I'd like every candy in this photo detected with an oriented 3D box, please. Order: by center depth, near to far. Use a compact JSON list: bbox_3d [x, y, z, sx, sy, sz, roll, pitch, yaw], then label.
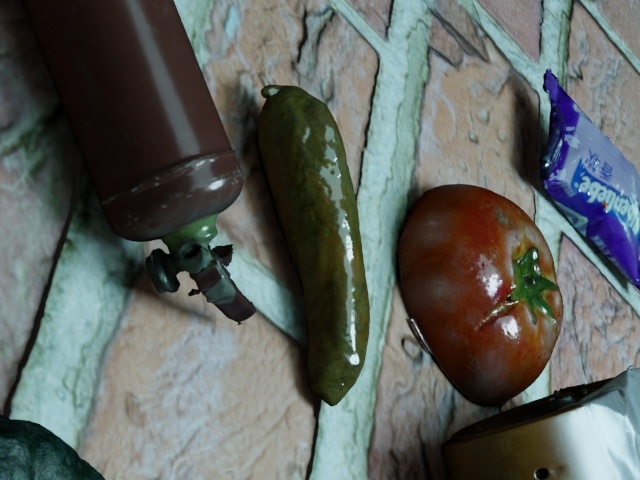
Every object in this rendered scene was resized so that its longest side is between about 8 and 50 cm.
[{"bbox_3d":[0.321,-0.063,1.618,0.275,0.070,0.145,45,47,-35],"label":"candy"}]

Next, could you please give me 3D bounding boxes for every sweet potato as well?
[{"bbox_3d":[0.000,0.000,1.158,0.075,0.075,0.273,1,75,-53],"label":"sweet potato"}]

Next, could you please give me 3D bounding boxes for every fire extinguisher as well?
[{"bbox_3d":[-0.125,-0.092,1.023,0.147,0.106,0.337,-18,87,-80],"label":"fire extinguisher"}]

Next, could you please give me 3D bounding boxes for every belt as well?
[{"bbox_3d":[0.213,0.185,1.233,0.261,0.184,0.105,-6,76,-54],"label":"belt"}]

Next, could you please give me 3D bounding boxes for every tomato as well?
[{"bbox_3d":[0.171,0.045,1.347,0.225,0.085,0.225,34,45,-42],"label":"tomato"}]

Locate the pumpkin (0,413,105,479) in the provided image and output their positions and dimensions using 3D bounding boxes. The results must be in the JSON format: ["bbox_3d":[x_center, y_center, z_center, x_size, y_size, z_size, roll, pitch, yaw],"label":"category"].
[{"bbox_3d":[-0.190,0.194,0.712,0.220,0.162,0.220,23,50,-31],"label":"pumpkin"}]
